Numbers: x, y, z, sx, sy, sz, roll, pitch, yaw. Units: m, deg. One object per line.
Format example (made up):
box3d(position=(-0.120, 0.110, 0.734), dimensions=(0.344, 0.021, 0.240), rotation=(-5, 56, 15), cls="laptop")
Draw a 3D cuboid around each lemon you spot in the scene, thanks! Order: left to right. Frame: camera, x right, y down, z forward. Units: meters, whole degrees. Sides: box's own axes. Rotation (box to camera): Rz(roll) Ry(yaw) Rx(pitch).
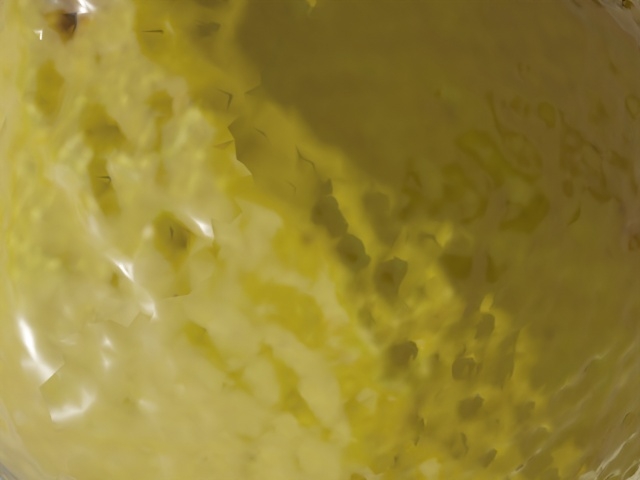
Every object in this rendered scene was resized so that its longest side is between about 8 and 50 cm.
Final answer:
box3d(position=(0.000, 0.000, 0.472), dimensions=(0.260, 0.204, 0.204), rotation=(49, -161, -54), cls="lemon")
